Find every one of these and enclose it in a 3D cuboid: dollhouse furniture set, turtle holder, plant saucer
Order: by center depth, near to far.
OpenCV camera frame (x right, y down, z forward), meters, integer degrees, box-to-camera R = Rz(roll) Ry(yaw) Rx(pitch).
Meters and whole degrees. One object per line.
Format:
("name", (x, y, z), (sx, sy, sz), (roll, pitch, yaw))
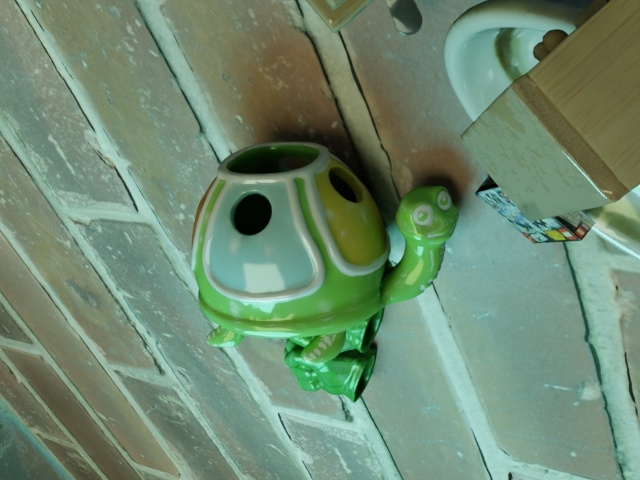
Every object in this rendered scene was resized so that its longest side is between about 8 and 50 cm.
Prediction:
("dollhouse furniture set", (0.096, -0.244, 0.442), (0.394, 0.256, 0.362), (50, 179, 2))
("plant saucer", (0.292, -0.087, 0.727), (0.400, 0.100, 0.400), (39, 176, 3))
("turtle holder", (-0.017, 0.006, 1.060), (0.320, 0.243, 0.227), (15, 124, 41))

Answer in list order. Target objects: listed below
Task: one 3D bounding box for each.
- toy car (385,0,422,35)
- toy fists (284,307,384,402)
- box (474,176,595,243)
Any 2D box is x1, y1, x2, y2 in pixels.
("toy car", (0.050, -0.270, 0.779), (0.188, 0.149, 0.155), (39, 136, -23))
("toy fists", (0.009, 0.152, 1.328), (0.142, 0.096, 0.279), (25, 145, 17))
("box", (0.229, -0.036, 0.926), (0.094, 0.027, 0.137), (39, 175, -3))
